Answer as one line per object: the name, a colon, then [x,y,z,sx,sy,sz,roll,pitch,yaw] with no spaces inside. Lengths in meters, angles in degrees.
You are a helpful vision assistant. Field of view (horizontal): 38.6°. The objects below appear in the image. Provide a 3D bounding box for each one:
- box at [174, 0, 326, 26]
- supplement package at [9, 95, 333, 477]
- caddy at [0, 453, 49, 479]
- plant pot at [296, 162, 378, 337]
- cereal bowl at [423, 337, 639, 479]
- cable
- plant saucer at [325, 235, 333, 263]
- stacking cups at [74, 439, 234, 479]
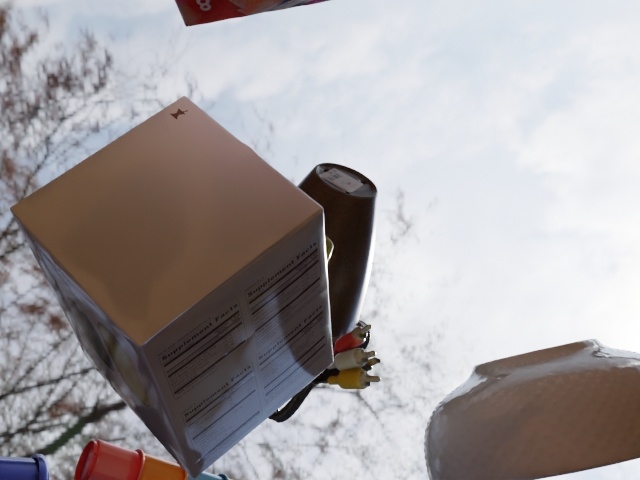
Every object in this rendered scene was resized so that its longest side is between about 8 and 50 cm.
box: [-0.065,-0.344,0.769,0.142,0.154,0.300,-9,-125,8]
supplement package: [-0.127,0.049,0.878,0.198,0.263,0.199,-38,-120,-22]
caddy: [-0.375,0.391,1.035,0.179,0.241,0.341,12,-161,-22]
plant pot: [0.000,0.000,1.464,0.215,0.230,0.215,17,-153,-9]
cereal bowl: [0.286,0.207,1.139,0.338,0.141,0.339,-12,170,-2]
cable: [-0.005,0.227,1.621,0.072,0.287,0.140,27,-133,-44]
plant saucer: [-0.092,0.030,1.155,0.188,0.045,0.188,37,-126,-21]
stacking cups: [-0.169,0.347,1.206,0.316,0.096,0.096,23,-158,-24]
